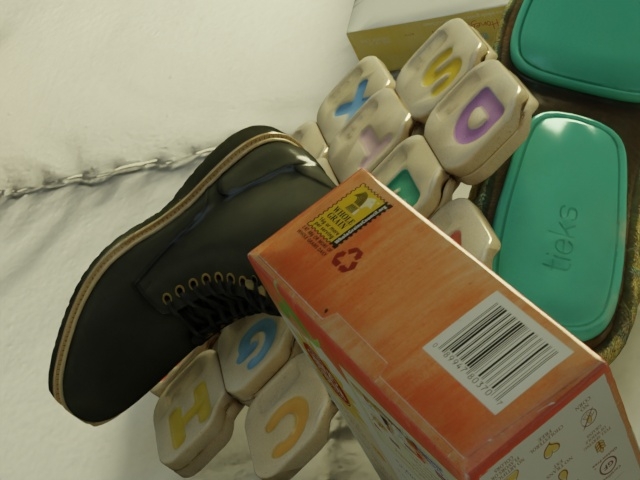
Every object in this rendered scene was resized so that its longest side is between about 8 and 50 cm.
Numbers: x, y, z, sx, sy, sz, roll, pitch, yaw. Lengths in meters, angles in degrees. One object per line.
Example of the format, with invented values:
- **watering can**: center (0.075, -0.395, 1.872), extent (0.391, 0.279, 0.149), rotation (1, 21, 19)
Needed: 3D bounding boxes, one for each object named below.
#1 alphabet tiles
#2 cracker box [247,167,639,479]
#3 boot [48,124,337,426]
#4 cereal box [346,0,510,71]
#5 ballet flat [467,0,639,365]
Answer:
- **alphabet tiles**: center (0.000, 0.000, 0.773), extent (0.284, 0.021, 0.278), rotation (-46, 27, 14)
- **cracker box**: center (0.073, 0.098, 0.570), extent (0.067, 0.232, 0.155), rotation (-37, 42, -10)
- **boot**: center (-0.060, 0.032, 0.730), extent (0.198, 0.077, 0.137), rotation (-54, 31, 0)
- **cereal box**: center (0.122, -0.227, 1.003), extent (0.173, 0.047, 0.240), rotation (-8, 46, 23)
- **ballet flat**: center (0.140, -0.051, 0.775), extent (0.123, 0.123, 0.349), rotation (-1, 50, 28)
